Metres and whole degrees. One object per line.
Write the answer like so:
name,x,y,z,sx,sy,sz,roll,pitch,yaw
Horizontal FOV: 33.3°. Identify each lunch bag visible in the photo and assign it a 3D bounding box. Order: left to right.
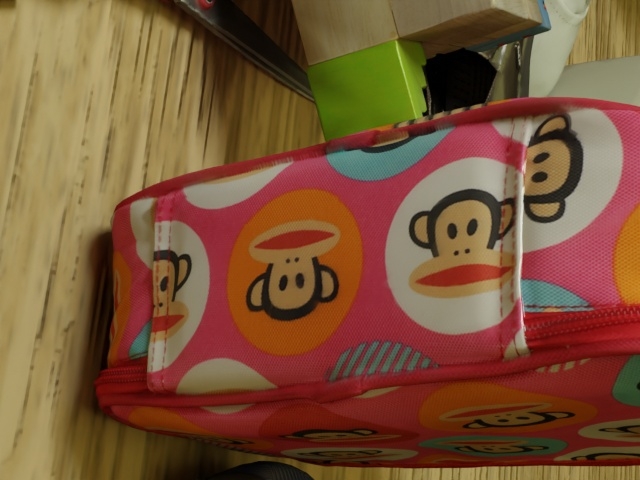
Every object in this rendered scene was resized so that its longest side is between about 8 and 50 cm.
lunch bag,0.071,0.042,0.498,0.258,0.293,0.120,26,61,-52

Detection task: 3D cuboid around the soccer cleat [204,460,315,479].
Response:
soccer cleat,-0.025,0.253,0.512,0.121,0.093,0.289,18,73,-62

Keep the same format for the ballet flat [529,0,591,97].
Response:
ballet flat,0.165,-0.298,0.818,0.139,0.139,0.400,-40,120,-51

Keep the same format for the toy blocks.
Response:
toy blocks,0.044,-0.249,0.613,0.261,0.190,0.382,-20,95,-69

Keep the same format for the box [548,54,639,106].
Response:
box,0.210,-0.051,0.881,0.275,0.113,0.094,-50,127,-45

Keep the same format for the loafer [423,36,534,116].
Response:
loafer,0.110,-0.149,0.762,0.078,0.080,0.220,-6,92,-57

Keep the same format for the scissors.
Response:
scissors,-0.075,-0.124,0.533,0.297,0.021,0.109,52,41,-47
